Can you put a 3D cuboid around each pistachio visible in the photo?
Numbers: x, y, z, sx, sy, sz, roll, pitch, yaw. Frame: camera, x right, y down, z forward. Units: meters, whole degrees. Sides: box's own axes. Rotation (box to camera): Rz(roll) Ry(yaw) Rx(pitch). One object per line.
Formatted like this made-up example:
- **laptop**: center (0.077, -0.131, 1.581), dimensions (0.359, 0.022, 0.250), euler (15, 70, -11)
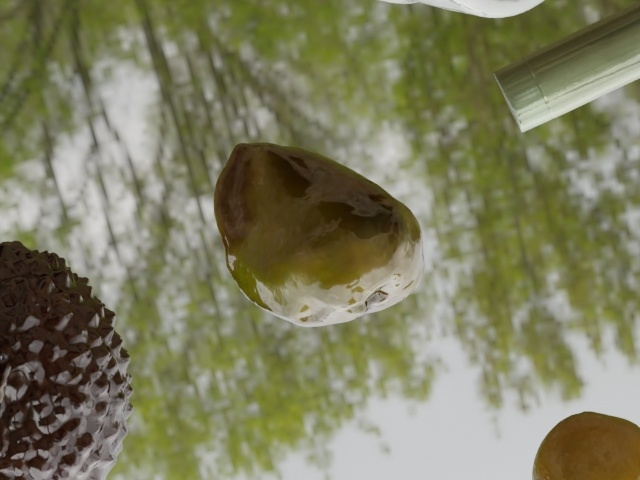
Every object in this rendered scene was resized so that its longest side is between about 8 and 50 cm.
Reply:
- **pistachio**: center (0.002, 0.000, 1.218), dimensions (0.110, 0.100, 0.189), euler (3, -163, -37)

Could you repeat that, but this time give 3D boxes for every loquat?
- **loquat**: center (0.276, 0.238, 1.865), dimensions (0.141, 0.141, 0.141), euler (-12, -157, 5)

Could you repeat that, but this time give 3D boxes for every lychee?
- **lychee**: center (-0.284, 0.125, 1.551), dimensions (0.264, 0.264, 0.300), euler (-19, 178, -11)

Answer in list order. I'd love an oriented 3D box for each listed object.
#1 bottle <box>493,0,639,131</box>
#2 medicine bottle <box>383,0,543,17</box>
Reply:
- **bottle**: center (0.280, -0.183, 1.895), dimensions (0.201, 0.072, 0.072), euler (-25, -158, 5)
- **medicine bottle**: center (0.000, -0.246, 1.123), dimensions (0.332, 0.190, 0.190), euler (17, -143, 41)
